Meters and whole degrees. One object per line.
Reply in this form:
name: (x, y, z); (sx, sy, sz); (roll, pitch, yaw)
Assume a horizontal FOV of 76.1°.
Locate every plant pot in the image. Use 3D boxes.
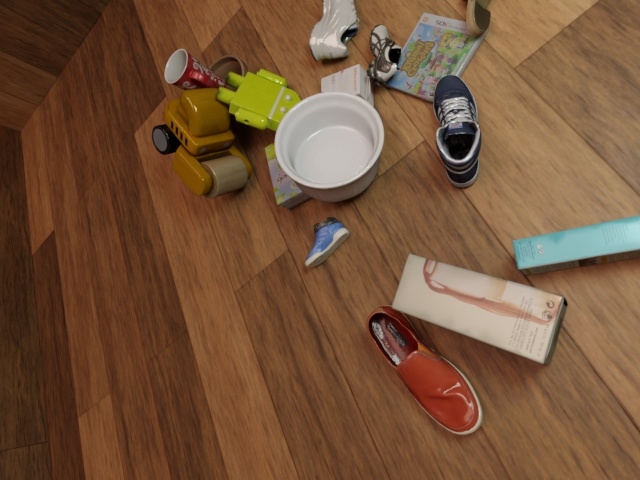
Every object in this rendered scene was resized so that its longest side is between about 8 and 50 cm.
plant pot: (-0.321, -0.517, 1.448); (0.237, 0.110, 0.237); (-9, 74, 32)

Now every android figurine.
android figurine: (-0.171, -0.429, 1.260); (0.056, 0.273, 0.248); (118, 171, -53)

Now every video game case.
video game case: (0.293, -0.476, 1.069); (0.193, 0.023, 0.212); (37, 101, 35)

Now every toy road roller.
toy road roller: (-0.357, -0.321, 1.287); (0.329, 0.202, 0.240); (49, 134, 10)

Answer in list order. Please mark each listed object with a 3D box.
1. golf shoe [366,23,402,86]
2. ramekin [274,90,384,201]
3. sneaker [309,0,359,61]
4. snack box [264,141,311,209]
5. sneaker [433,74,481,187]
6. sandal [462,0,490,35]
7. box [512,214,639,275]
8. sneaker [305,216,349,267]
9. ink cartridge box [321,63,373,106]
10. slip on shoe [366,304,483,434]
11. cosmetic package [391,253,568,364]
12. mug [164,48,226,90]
golf shoe: (0.183, -0.512, 1.109); (0.094, 0.077, 0.198); (-12, 65, 39)
ramekin: (0.030, -0.236, 1.078); (0.277, 0.135, 0.277); (-3, 71, 9)
sneaker: (0.065, -0.683, 1.241); (0.129, 0.111, 0.297); (14, 92, 20)
snack box: (-0.066, -0.223, 1.230); (0.174, 0.070, 0.207); (-25, 68, 26)
sneaker: (0.306, -0.274, 0.924); (0.099, 0.153, 0.282); (-9, 77, 22)
sandal: (0.376, -0.603, 1.006); (0.079, 0.088, 0.240); (-5, 67, 57)
box: (0.502, 0.011, 0.766); (0.244, 0.100, 0.060); (-15, 71, 31)
sneaker: (0.000, 0.000, 1.138); (0.152, 0.058, 0.084); (-45, 64, 13)
ink cartridge box: (0.085, -0.420, 1.158); (0.143, 0.090, 0.092); (-7, 76, 33)
slip on shoe: (0.214, 0.278, 0.904); (0.123, 0.101, 0.331); (-47, 59, 15)
cosmetic package: (0.320, 0.134, 0.835); (0.296, 0.153, 0.129); (16, 87, 35)
mug: (-0.394, -0.510, 1.326); (0.113, 0.169, 0.150); (-39, 61, 21)
